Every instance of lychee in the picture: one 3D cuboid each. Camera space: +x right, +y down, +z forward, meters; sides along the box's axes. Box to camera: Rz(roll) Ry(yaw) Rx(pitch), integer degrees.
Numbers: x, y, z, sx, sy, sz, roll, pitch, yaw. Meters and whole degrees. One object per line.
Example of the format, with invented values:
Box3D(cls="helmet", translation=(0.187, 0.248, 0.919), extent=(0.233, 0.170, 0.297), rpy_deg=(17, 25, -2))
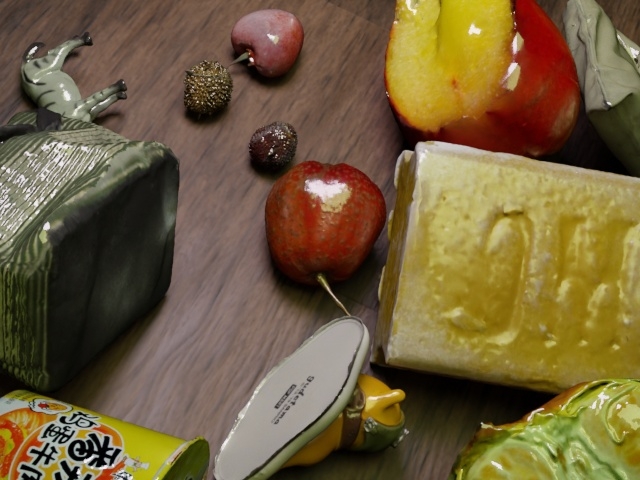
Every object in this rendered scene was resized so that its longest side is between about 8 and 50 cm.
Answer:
Box3D(cls="lychee", translation=(-0.066, -0.136, 1.429), extent=(0.067, 0.068, 0.083), rpy_deg=(24, 30, 7))

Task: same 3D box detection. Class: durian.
Box3D(cls="durian", translation=(-0.164, -0.216, 1.457), extent=(0.080, 0.091, 0.080), rpy_deg=(19, 15, -5))

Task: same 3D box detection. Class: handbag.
Box3D(cls="handbag", translation=(-0.324, -0.008, 1.148), extent=(0.240, 0.247, 0.340), rpy_deg=(17, 27, 14))
Box3D(cls="handbag", translation=(0.470, -0.202, 1.516), extent=(0.316, 0.109, 0.253), rpy_deg=(36, 37, -39))

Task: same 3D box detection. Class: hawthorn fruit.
Box3D(cls="hawthorn fruit", translation=(0.000, 0.000, 1.322), extent=(0.163, 0.162, 0.203), rpy_deg=(12, 72, -6))

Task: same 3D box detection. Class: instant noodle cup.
Box3D(cls="instant noodle cup", translation=(-0.256, 0.279, 1.005), extent=(0.200, 0.264, 0.264), rpy_deg=(22, 54, 10))

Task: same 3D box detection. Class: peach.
Box3D(cls="peach", translation=(0.218, -0.249, 1.441), extent=(0.281, 0.281, 0.338), rpy_deg=(-24, 86, -27))

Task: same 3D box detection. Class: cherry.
Box3D(cls="cherry", translation=(-0.080, -0.305, 1.526), extent=(0.106, 0.087, 0.126), rpy_deg=(25, 57, -3))

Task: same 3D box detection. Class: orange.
Box3D(cls="orange", translation=(0.305, 0.313, 1.133), extent=(0.335, 0.196, 0.262), rpy_deg=(-31, 54, -11))

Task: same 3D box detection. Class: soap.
Box3D(cls="soap", translation=(0.248, 0.044, 1.291), extent=(0.335, 0.156, 0.293), rpy_deg=(11, 85, -6))

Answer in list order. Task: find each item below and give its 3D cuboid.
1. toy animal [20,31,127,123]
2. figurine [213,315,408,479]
Box3D(cls="toy animal", translation=(-0.362, -0.192, 1.393), extent=(0.176, 0.073, 0.217), rpy_deg=(-31, 64, -13))
Box3D(cls="figurine", translation=(0.004, 0.227, 1.203), extent=(0.250, 0.166, 0.141), rpy_deg=(-45, 114, -9))
